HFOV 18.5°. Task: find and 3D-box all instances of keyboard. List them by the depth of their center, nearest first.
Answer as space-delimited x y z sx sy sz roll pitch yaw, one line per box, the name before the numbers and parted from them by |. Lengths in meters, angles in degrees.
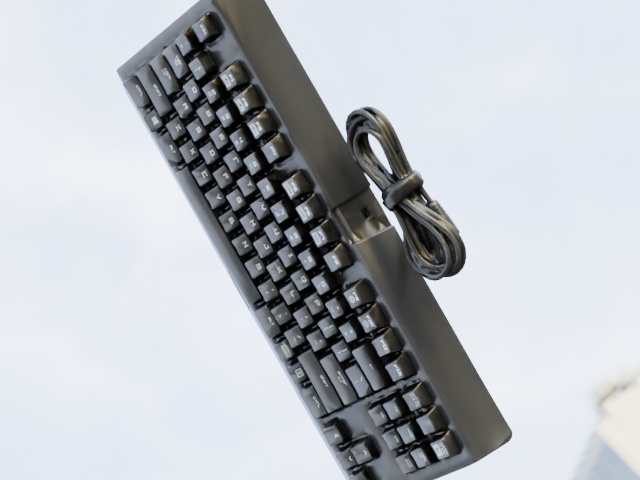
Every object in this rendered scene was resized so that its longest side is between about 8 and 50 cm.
keyboard | 0.000 0.000 0.668 0.108 0.180 0.023 -31 -1 44
